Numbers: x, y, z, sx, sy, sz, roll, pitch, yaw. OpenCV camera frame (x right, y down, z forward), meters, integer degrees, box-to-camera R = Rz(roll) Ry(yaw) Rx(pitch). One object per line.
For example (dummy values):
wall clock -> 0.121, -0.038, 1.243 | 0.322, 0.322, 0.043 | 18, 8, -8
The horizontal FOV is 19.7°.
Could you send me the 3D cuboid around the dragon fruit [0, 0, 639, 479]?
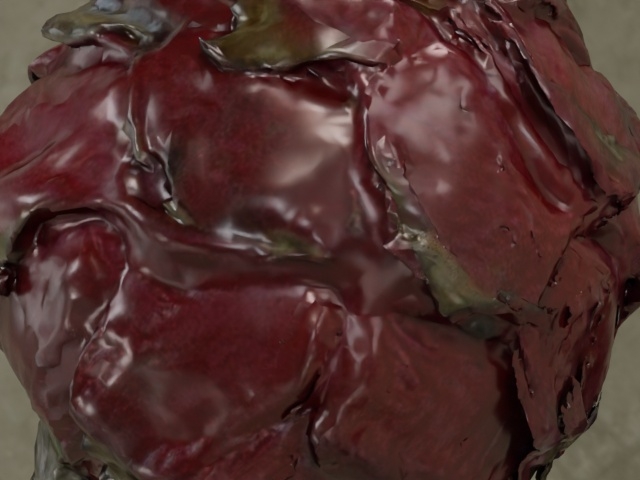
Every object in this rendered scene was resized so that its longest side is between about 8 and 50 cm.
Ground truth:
dragon fruit -> 0.000, -0.001, 0.847 | 0.329, 0.329, 0.329 | -19, 49, 24
